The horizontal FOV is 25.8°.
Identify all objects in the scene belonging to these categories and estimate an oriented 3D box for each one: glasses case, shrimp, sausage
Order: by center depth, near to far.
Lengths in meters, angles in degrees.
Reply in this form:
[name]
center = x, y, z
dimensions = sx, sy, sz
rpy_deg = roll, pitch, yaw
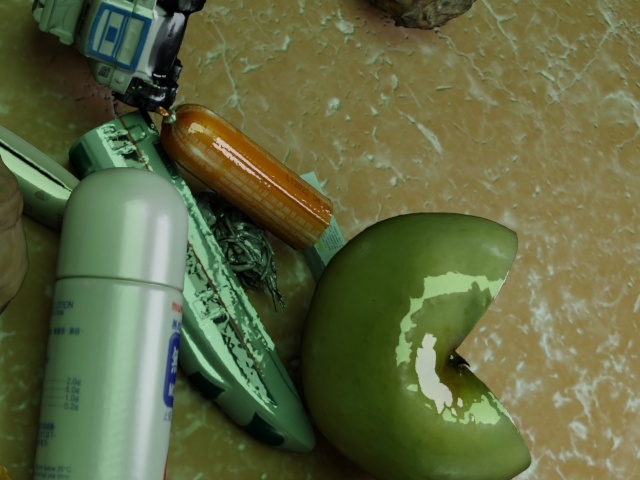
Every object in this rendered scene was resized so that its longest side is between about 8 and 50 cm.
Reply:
[glasses case]
center = -0.316, -0.071, 1.448
dimensions = 0.204, 0.081, 0.051
rpy_deg = 34, 61, -10
[sausage]
center = -0.089, -0.076, 1.499
dimensions = 0.234, 0.071, 0.071
rpy_deg = 36, 57, -31
[shrimp]
center = -0.087, 0.012, 1.548
dimensions = 0.065, 0.056, 0.165
rpy_deg = -22, 72, -48

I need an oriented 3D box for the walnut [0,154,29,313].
[walnut]
center = -0.398, -0.015, 1.296
dimensions = 0.273, 0.227, 0.273
rpy_deg = 14, 60, -26

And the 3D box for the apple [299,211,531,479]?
[apple]
center = 0.092, 0.117, 1.470
dimensions = 0.233, 0.258, 0.295
rpy_deg = 0, 93, -13

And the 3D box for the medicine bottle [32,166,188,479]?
[medicine bottle]
center = -0.203, 0.096, 1.368
dimensions = 0.130, 0.130, 0.341
rpy_deg = 8, 80, -24

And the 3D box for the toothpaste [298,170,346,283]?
[toothpaste]
center = 0.000, 0.000, 1.609
dimensions = 0.046, 0.034, 0.164
rpy_deg = -19, 80, -32

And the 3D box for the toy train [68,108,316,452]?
[toy train]
center = -0.136, 0.061, 1.484
dimensions = 0.088, 0.086, 0.407
rpy_deg = -27, 84, -31

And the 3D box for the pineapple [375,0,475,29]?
[pineapple]
center = 0.088, -0.439, 1.766
dimensions = 0.175, 0.175, 0.361
rpy_deg = -15, 69, -31

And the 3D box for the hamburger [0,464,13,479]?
[hamburger]
center = -0.377, 0.272, 1.250
dimensions = 0.243, 0.146, 0.286
rpy_deg = 8, 65, -32

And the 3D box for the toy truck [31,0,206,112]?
[toy truck]
center = -0.217, -0.248, 1.488
dimensions = 0.177, 0.161, 0.213
rpy_deg = 18, 20, -9
